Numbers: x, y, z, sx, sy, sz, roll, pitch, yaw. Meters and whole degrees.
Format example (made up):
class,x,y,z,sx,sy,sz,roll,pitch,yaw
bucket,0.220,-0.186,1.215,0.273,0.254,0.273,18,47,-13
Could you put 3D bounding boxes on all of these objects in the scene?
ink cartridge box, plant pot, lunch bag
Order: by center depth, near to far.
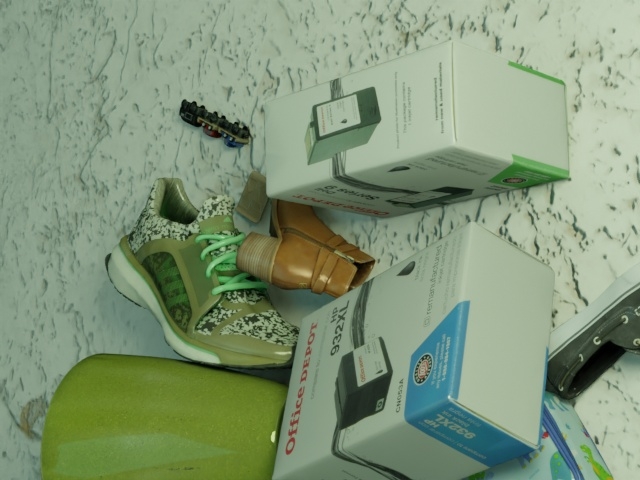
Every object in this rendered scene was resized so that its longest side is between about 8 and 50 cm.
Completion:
class,x,y,z,sx,sy,sz,roll,pitch,yaw
lunch bag,0.196,0.270,1.491,0.219,0.090,0.176,-46,47,27
ink cartridge box,0.097,0.148,1.512,0.307,0.129,0.223,-33,37,45
ink cartridge box,0.105,-0.116,1.580,0.289,0.211,0.121,-13,74,44
plant pot,-0.148,0.268,1.738,0.293,0.275,0.274,-7,75,28

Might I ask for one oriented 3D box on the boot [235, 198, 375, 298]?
class,x,y,z,sx,sy,sz,roll,pitch,yaw
boot,0.000,0.000,1.749,0.152,0.197,0.073,17,136,16

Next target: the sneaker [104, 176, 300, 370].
class,x,y,z,sx,sy,sz,roll,pitch,yaw
sneaker,-0.144,0.036,1.813,0.410,0.158,0.182,33,116,43

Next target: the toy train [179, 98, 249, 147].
class,x,y,z,sx,sy,sz,roll,pitch,yaw
toy train,-0.153,-0.165,1.977,0.158,0.027,0.036,29,105,45

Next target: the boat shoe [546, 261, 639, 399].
class,x,y,z,sx,sy,sz,roll,pitch,yaw
boat shoe,0.314,0.089,1.422,0.228,0.080,0.076,-41,61,33

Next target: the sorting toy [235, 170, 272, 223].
class,x,y,z,sx,sy,sz,roll,pitch,yaw
sorting toy,-0.080,-0.054,1.890,0.083,0.012,0.062,33,100,47
